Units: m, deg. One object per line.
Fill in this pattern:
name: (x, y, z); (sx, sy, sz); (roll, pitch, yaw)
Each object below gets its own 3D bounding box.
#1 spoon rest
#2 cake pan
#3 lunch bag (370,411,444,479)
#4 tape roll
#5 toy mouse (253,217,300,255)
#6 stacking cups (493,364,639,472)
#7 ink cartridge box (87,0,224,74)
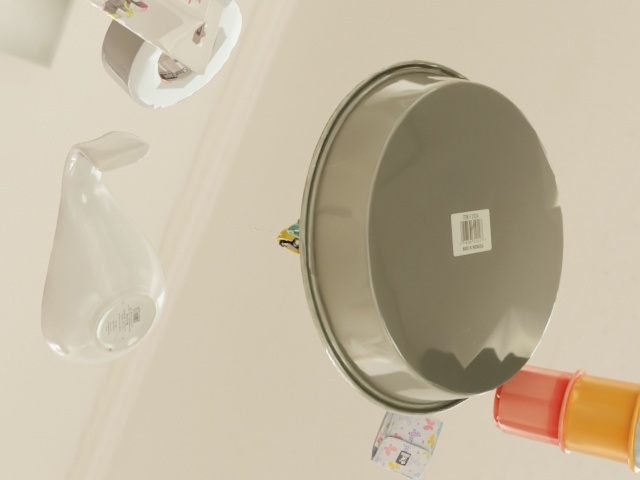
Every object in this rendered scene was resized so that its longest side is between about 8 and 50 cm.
spoon rest: (-0.204, 0.008, 1.325); (0.084, 0.137, 0.276); (43, -39, 35)
cake pan: (0.103, -0.002, 1.138); (0.054, 0.293, 0.293); (-1, -108, 45)
lunch bag: (0.109, 0.256, 1.785); (0.083, 0.071, 0.053); (-66, -172, -16)
tape roll: (-0.226, -0.308, 2.144); (0.072, 0.219, 0.219); (44, -61, 22)
toy mouse: (0.000, 0.000, 2.180); (0.143, 0.161, 0.031); (-8, -124, 51)
stacking cups: (0.298, 0.161, 1.161); (0.316, 0.096, 0.096); (8, -102, 24)
ink cartridge box: (-0.152, -0.242, 1.254); (0.061, 0.181, 0.104); (-35, -147, 41)
